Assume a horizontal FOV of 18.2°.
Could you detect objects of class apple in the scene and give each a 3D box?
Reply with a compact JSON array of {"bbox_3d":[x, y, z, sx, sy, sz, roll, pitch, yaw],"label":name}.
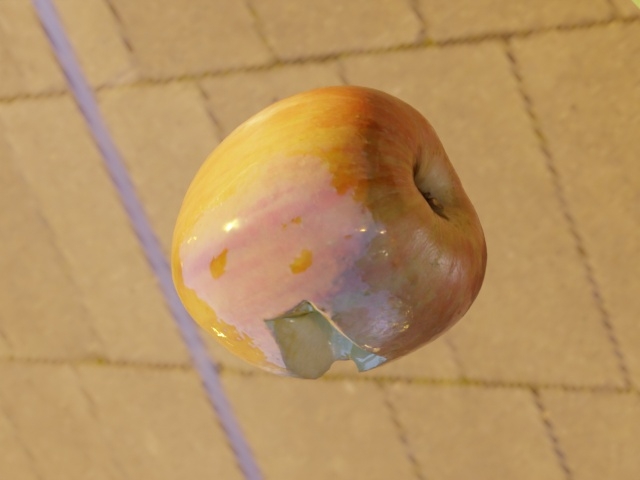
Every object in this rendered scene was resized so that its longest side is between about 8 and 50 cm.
[{"bbox_3d":[0.000,0.000,1.256,0.199,0.199,0.199,29,139,29],"label":"apple"}]

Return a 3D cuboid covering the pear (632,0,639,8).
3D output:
[{"bbox_3d":[0.295,-0.176,0.991,0.342,0.238,0.318,24,167,30],"label":"pear"}]
